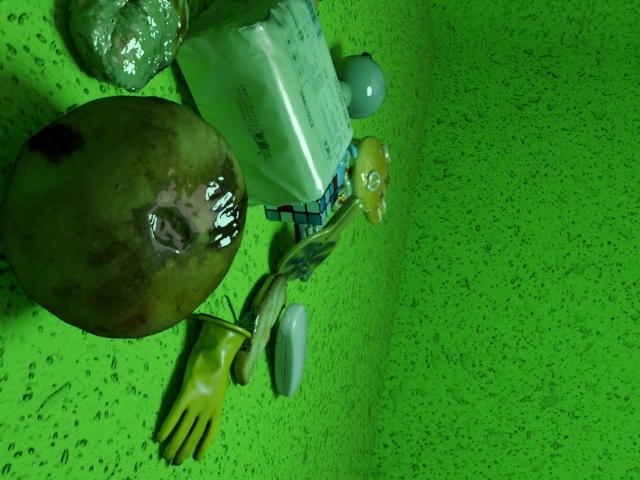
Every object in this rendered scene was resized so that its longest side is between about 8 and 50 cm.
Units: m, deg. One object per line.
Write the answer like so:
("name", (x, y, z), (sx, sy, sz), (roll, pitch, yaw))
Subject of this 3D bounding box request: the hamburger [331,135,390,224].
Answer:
("hamburger", (0.131, -0.195, 2.076), (0.261, 0.186, 0.303), (-52, 145, -58))

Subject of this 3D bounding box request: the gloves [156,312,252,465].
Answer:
("gloves", (-0.242, 0.302, 1.259), (0.133, 0.116, 0.295), (31, 72, -39))

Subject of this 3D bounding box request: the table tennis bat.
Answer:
("table tennis bat", (0.000, 0.000, 1.662), (0.321, 0.050, 0.198), (-46, 158, 22))

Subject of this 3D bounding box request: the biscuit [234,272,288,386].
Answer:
("biscuit", (-0.147, 0.201, 1.552), (0.299, 0.045, 0.154), (-65, 160, -44))

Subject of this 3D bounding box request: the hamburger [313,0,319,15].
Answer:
("hamburger", (-0.083, -0.589, 1.385), (0.237, 0.148, 0.237), (7, 90, -80))

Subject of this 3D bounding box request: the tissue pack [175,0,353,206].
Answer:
("tissue pack", (-0.096, -0.294, 1.261), (0.297, 0.207, 0.381), (-64, 143, -47))

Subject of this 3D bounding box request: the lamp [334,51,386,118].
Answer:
("lamp", (0.092, -0.460, 1.925), (0.243, 0.197, 0.198), (-30, 127, -40))

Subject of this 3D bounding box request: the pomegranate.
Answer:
("pomegranate", (-0.249, -0.034, 0.828), (0.322, 0.322, 0.322), (5, 90, -72))

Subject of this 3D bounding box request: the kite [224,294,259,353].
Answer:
("kite", (-0.181, 0.180, 1.363), (0.011, 0.139, 0.157), (28, 30, -54))

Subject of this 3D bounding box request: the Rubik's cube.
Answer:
("Rubik's cube", (-0.049, -0.143, 1.590), (0.155, 0.154, 0.151), (-59, 149, -51))

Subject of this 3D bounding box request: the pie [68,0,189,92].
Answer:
("pie", (-0.274, -0.333, 0.968), (0.201, 0.089, 0.248), (78, 28, -48))

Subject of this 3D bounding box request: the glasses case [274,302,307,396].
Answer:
("glasses case", (-0.079, 0.299, 1.704), (0.113, 0.075, 0.297), (-62, 161, -53))

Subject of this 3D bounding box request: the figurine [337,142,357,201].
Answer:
("figurine", (0.004, -0.214, 1.721), (0.154, 0.180, 0.262), (-37, 141, -40))

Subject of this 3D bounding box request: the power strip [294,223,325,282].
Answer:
("power strip", (-0.009, 0.000, 1.892), (0.198, 0.064, 0.213), (-60, 149, -55))
